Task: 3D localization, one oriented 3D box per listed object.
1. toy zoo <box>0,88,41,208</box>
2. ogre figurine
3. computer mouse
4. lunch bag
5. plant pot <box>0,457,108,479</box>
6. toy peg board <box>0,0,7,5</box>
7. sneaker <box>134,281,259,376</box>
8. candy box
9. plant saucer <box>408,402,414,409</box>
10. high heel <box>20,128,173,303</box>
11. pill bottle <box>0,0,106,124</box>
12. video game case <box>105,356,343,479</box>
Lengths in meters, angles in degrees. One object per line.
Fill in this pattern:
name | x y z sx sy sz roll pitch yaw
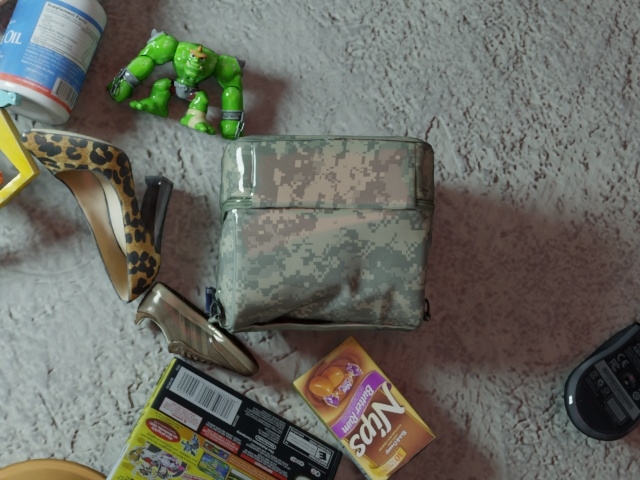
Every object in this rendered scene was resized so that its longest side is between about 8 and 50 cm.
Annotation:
toy zoo | -0.508 -0.098 1.668 0.293 0.030 0.192 -39 90 10
ogre figurine | -0.192 -0.225 1.783 0.197 0.097 0.118 19 95 8
computer mouse | 0.455 0.206 1.842 0.272 0.072 0.188 -28 84 -26
lunch bag | 0.000 0.000 1.713 0.305 0.212 0.256 1 79 -10
plant pot | -0.351 0.419 1.577 0.291 0.203 0.290 2 79 -11
toy peg board | -0.505 -0.378 1.766 0.161 0.079 0.160 44 60 -1
sneaker | -0.173 0.139 1.742 0.188 0.066 0.071 39 92 3
candy box | 0.060 0.238 1.752 0.109 0.053 0.186 -39 83 -11
plant saucer | 0.102 0.263 1.787 0.083 0.015 0.083 2 80 -10
high heel | -0.307 -0.033 1.672 0.261 0.093 0.186 27 67 -44
pill bottle | -0.371 -0.283 1.739 0.124 0.124 0.221 20 76 -7
video game case | -0.124 0.308 1.656 0.275 0.035 0.248 31 39 -5
